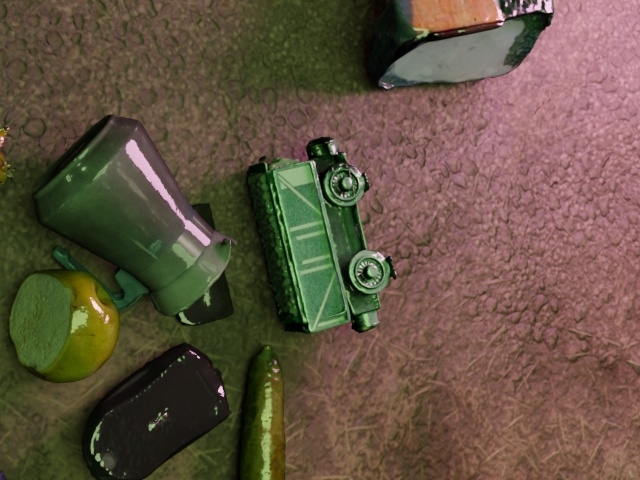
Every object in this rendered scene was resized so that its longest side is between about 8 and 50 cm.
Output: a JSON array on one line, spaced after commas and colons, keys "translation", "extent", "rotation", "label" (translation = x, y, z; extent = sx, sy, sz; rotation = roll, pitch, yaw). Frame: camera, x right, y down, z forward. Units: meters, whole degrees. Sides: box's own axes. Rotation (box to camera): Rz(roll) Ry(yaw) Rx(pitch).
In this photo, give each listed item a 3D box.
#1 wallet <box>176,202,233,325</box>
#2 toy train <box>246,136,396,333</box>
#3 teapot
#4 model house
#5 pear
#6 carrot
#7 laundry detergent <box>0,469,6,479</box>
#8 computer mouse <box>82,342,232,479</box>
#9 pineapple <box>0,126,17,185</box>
[{"translation": [-0.165, 0.032, 1.548], "extent": [0.082, 0.018, 0.156], "rotation": [-16, 94, -25], "label": "wallet"}, {"translation": [0.000, 0.000, 1.581], "extent": [0.154, 0.115, 0.269], "rotation": [-15, 94, -16], "label": "toy train"}, {"translation": [-0.236, -0.018, 1.444], "extent": [0.203, 0.171, 0.225], "rotation": [-37, 108, 22], "label": "teapot"}, {"translation": [0.165, -0.381, 1.658], "extent": [0.253, 0.184, 0.291], "rotation": [-13, 79, -19], "label": "model house"}, {"translation": [-0.301, 0.103, 1.429], "extent": [0.104, 0.141, 0.141], "rotation": [17, 79, -53], "label": "pear"}, {"translation": [-0.076, 0.317, 1.550], "extent": [0.074, 0.074, 0.358], "rotation": [6, 84, -25], "label": "carrot"}, {"translation": [-0.378, 0.395, 1.384], "extent": [0.215, 0.105, 0.280], "rotation": [-21, 98, -23], "label": "laundry detergent"}, {"translation": [-0.212, 0.224, 1.488], "extent": [0.217, 0.073, 0.122], "rotation": [-34, 104, -29], "label": "computer mouse"}, {"translation": [-0.479, -0.102, 1.351], "extent": [0.233, 0.135, 0.079], "rotation": [16, 56, -50], "label": "pineapple"}]
